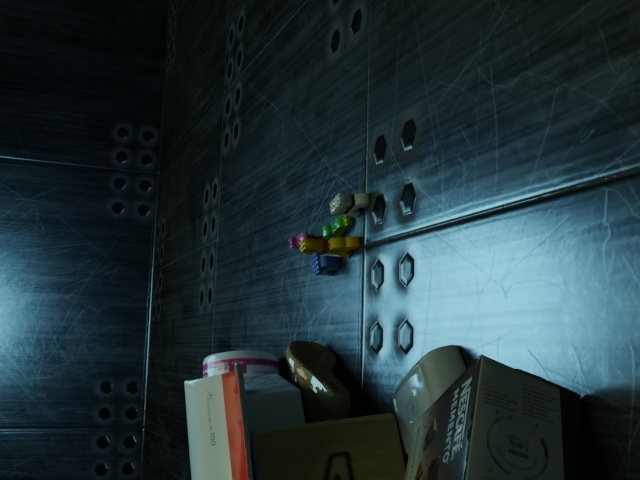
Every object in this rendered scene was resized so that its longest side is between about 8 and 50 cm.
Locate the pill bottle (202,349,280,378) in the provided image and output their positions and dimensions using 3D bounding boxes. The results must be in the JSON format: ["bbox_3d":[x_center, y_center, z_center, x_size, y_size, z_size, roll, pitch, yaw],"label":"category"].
[{"bbox_3d":[-0.158,0.376,1.641,0.160,0.160,0.283,139,132,-61],"label":"pill bottle"}]

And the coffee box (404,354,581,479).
[{"bbox_3d":[0.152,0.284,0.777,0.168,0.119,0.297,118,173,-48],"label":"coffee box"}]

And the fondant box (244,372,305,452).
[{"bbox_3d":[-0.083,0.361,1.388,0.330,0.096,0.238,154,107,-78],"label":"fondant box"}]

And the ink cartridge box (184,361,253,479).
[{"bbox_3d":[-0.137,0.337,1.099,0.385,0.091,0.308,112,152,-75],"label":"ink cartridge box"}]

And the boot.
[{"bbox_3d":[-0.018,0.304,1.395,0.248,0.090,0.206,-132,49,-64],"label":"boot"}]

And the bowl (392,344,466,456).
[{"bbox_3d":[0.143,0.221,1.053,0.142,0.053,0.142,119,147,-48],"label":"bowl"}]

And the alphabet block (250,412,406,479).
[{"bbox_3d":[0.011,0.364,1.099,0.192,0.197,0.193,100,163,-60],"label":"alphabet block"}]

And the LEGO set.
[{"bbox_3d":[0.000,0.000,1.408,0.227,0.093,0.087,132,138,-57],"label":"LEGO set"}]
